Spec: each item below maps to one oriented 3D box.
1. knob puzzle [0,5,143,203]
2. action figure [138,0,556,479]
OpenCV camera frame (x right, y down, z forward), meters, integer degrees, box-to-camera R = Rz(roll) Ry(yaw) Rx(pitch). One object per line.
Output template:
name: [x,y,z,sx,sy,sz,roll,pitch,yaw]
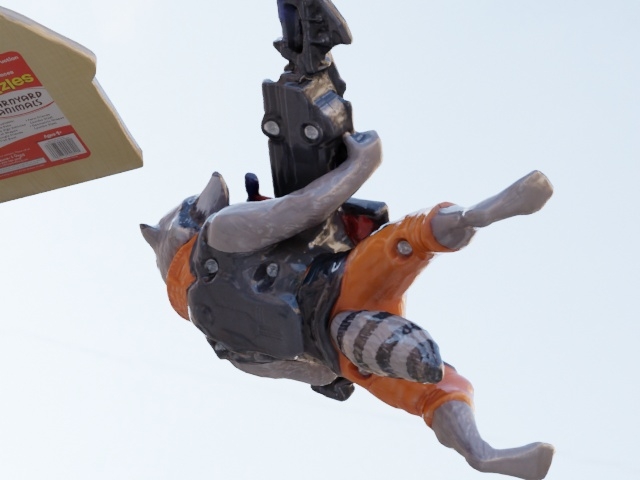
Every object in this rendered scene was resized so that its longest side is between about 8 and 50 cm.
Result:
knob puzzle: [-0.222,-0.091,1.013,0.213,0.030,0.213,-2,-36,-1]
action figure: [0.000,0.000,1.166,0.330,0.178,0.341,9,-61,42]
